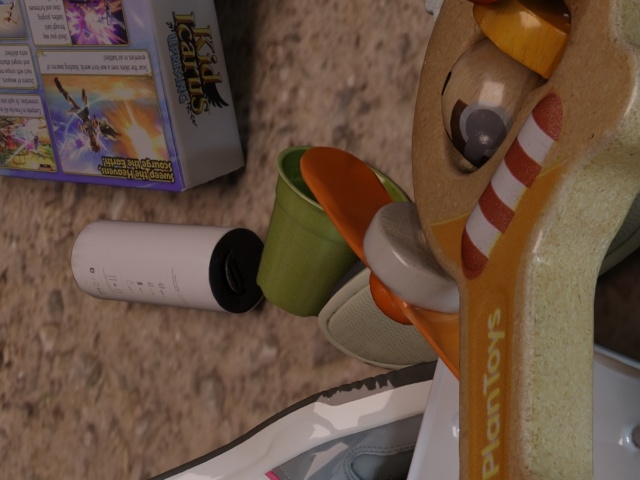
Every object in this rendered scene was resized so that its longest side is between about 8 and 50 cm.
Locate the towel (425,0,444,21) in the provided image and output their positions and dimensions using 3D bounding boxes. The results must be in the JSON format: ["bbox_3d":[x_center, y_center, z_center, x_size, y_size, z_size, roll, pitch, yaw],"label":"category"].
[{"bbox_3d":[0.216,-0.258,0.751,0.320,0.090,0.374,5,84,40],"label":"towel"}]

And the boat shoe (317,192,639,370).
[{"bbox_3d":[0.091,0.001,0.824,0.233,0.084,0.079,-35,22,39],"label":"boat shoe"}]

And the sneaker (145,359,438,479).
[{"bbox_3d":[-0.007,0.189,0.828,0.295,0.124,0.178,-28,73,21],"label":"sneaker"}]

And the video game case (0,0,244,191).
[{"bbox_3d":[-0.181,-0.163,1.038,0.269,0.061,0.244,7,113,43],"label":"video game case"}]

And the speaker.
[{"bbox_3d":[-0.097,0.016,0.992,0.136,0.055,0.055,3,82,43],"label":"speaker"}]

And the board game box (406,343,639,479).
[{"bbox_3d":[0.168,0.266,0.663,0.390,0.050,0.390,23,103,43],"label":"board game box"}]

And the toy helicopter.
[{"bbox_3d":[0.073,0.012,0.642,0.235,0.140,0.355,-41,37,52],"label":"toy helicopter"}]

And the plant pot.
[{"bbox_3d":[0.000,0.000,0.900,0.083,0.083,0.079,48,125,38],"label":"plant pot"}]
